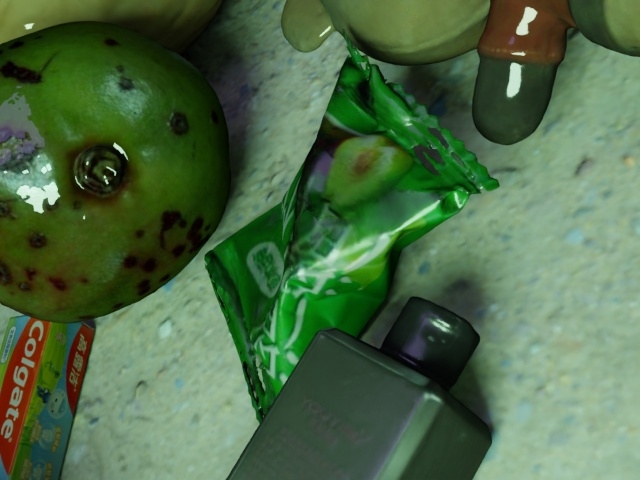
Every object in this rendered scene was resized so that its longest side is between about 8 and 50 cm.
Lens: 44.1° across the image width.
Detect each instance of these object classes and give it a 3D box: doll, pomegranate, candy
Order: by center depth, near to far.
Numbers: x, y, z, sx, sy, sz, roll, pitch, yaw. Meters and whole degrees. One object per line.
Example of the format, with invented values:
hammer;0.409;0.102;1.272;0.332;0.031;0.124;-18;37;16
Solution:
doll;0.116;-0.173;0.422;0.330;0.174;0.235;28;91;42
candy;0.003;0.002;0.456;0.203;0.078;0.141;-52;32;26
pomegranate;-0.165;-0.050;0.548;0.202;0.202;0.248;-56;18;-8

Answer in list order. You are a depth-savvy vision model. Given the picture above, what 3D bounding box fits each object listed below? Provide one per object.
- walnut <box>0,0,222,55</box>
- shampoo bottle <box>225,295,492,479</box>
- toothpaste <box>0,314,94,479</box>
walnut;-0.207;-0.258;0.639;0.313;0.277;0.252;-48;15;4
shampoo bottle;-0.002;0.139;0.370;0.080;0.079;0.246;25;78;40
toothpaste;-0.195;0.142;0.526;0.070;0.044;0.194;-11;57;27
